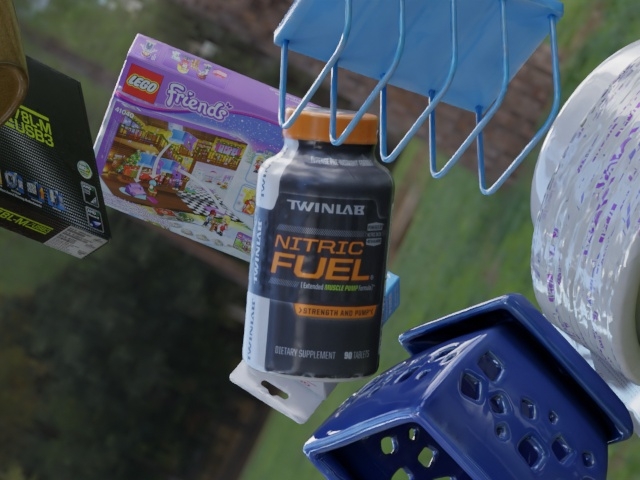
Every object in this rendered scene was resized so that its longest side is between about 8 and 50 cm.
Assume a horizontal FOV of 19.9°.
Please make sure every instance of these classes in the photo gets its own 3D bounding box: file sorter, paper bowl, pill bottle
[{"bbox_3d":[0.067,-0.118,1.256,0.118,0.170,0.104,127,153,-45],"label":"file sorter"},{"bbox_3d":[0.271,-0.040,1.364,0.284,0.148,0.284,-26,-46,-30],"label":"paper bowl"},{"bbox_3d":[0.000,0.000,1.696,0.130,0.130,0.245,-82,-4,-83],"label":"pill bottle"}]

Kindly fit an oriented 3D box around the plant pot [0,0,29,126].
[{"bbox_3d":[-0.345,-0.197,1.452,0.237,0.254,0.237,-30,-20,-13],"label":"plant pot"}]

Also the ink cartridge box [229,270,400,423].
[{"bbox_3d":[-0.007,0.092,1.938,0.181,0.104,0.061,-51,-20,-25],"label":"ink cartridge box"}]

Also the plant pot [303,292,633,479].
[{"bbox_3d":[0.162,0.198,1.864,0.212,0.236,0.236,-52,14,-31],"label":"plant pot"}]

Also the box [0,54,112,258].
[{"bbox_3d":[-0.275,-0.092,1.601,0.045,0.191,0.184,-30,55,28],"label":"box"}]

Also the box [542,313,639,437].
[{"bbox_3d":[0.389,0.052,1.823,0.168,0.215,0.345,-35,-14,-23],"label":"box"}]

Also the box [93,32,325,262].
[{"bbox_3d":[-0.107,-0.089,2.075,0.057,0.293,0.201,-75,9,-56],"label":"box"}]
